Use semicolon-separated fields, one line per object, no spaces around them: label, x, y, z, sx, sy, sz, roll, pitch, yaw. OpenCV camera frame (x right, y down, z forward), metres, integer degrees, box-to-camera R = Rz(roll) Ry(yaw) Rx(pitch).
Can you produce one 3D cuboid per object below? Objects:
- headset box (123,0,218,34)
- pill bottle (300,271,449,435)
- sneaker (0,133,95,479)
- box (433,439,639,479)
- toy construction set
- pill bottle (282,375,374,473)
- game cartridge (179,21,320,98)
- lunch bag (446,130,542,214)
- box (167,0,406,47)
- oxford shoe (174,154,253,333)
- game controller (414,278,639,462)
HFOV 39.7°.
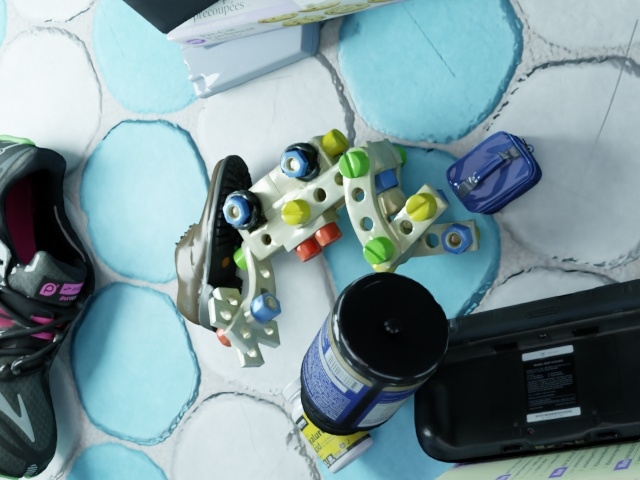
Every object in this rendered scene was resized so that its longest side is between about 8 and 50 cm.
headset box;-0.142;-0.410;0.999;0.246;0.131;0.283;-28;62;16
pill bottle;0.046;0.134;0.961;0.123;0.123;0.219;52;150;16
sneaker;-0.420;0.092;1.213;0.202;0.185;0.482;-4;91;30
box;0.245;0.269;0.873;0.243;0.213;0.117;-15;85;25
toy construction set;0.000;0.000;1.033;0.328;0.151;0.215;-34;82;16
pill bottle;0.006;0.216;1.072;0.065;0.065;0.116;-45;72;20
game cartridge;-0.107;-0.350;1.121;0.198;0.062;0.297;-16;84;21
lunch bag;0.193;-0.074;0.973;0.098;0.065;0.067;-39;75;22
box;-0.030;-0.285;1.021;0.324;0.067;0.063;-6;89;25
oxford shoe;-0.146;-0.002;1.133;0.096;0.083;0.227;16;97;30
game controller;0.243;0.137;0.928;0.319;0.067;0.166;-15;60;26
